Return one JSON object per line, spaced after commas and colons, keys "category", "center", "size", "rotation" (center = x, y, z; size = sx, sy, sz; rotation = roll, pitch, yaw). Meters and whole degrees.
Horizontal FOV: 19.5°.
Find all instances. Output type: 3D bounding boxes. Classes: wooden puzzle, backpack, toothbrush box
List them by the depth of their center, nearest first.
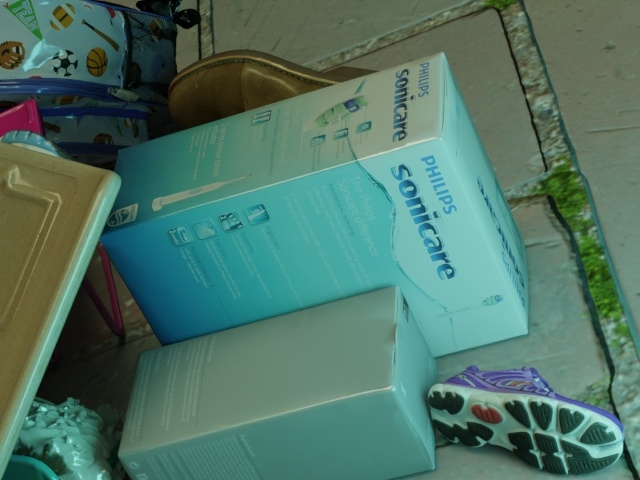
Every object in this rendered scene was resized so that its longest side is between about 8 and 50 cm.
{"category": "wooden puzzle", "center": [-0.332, 0.068, 1.510], "size": [0.347, 0.080, 0.322], "rotation": [14, 77, 34]}
{"category": "toothbrush box", "center": [0.000, 0.000, 1.532], "size": [0.295, 0.216, 0.126], "rotation": [-16, 36, 17]}
{"category": "backpack", "center": [-0.300, -0.172, 1.906], "size": [0.276, 0.263, 0.213], "rotation": [-9, 77, 27]}

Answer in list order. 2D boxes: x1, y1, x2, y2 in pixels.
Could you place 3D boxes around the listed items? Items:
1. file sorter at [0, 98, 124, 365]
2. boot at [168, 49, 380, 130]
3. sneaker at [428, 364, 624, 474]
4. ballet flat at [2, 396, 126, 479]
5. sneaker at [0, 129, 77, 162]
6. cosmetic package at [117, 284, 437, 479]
{"category": "file sorter", "center": [-0.352, 0.042, 1.742], "size": [0.290, 0.182, 0.202], "rotation": [-25, 33, 2]}
{"category": "boot", "center": [-0.045, -0.107, 1.808], "size": [0.305, 0.112, 0.115], "rotation": [8, 58, 37]}
{"category": "sneaker", "center": [0.159, 0.122, 1.403], "size": [0.170, 0.068, 0.071], "rotation": [14, 41, 42]}
{"category": "ballet flat", "center": [-0.335, 0.185, 1.605], "size": [0.408, 0.147, 0.147], "rotation": [2, 44, 27]}
{"category": "sneaker", "center": [-0.283, -0.044, 1.599], "size": [0.190, 0.071, 0.083], "rotation": [-1, 52, 40]}
{"category": "cosmetic package", "center": [-0.031, 0.134, 1.482], "size": [0.238, 0.107, 0.127], "rotation": [-12, 37, 16]}
